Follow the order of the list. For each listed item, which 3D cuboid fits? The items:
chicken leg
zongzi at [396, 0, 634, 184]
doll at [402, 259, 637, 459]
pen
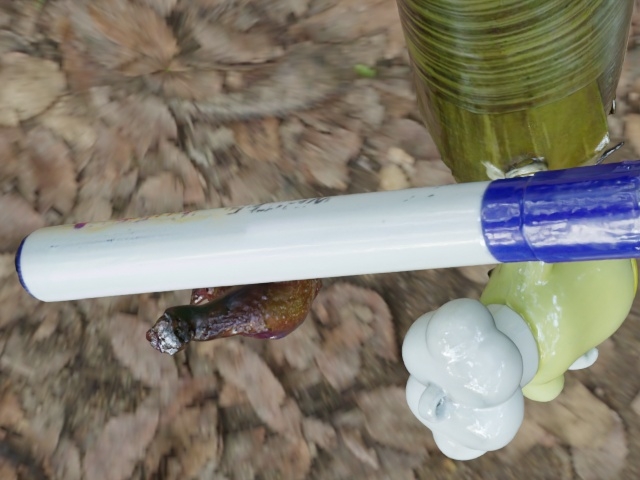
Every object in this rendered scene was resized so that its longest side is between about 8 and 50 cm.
[{"bbox_3d":[-0.042,0.035,1.190,0.093,0.205,0.053,-9,90,8],"label":"chicken leg"},{"bbox_3d":[0.100,-0.158,0.897,0.111,0.247,0.241,7,56,18],"label":"zongzi"},{"bbox_3d":[0.099,0.040,0.963,0.162,0.062,0.106,-39,132,-39],"label":"doll"},{"bbox_3d":[0.000,-0.001,0.698,0.269,0.033,0.033,-5,97,34],"label":"pen"}]
